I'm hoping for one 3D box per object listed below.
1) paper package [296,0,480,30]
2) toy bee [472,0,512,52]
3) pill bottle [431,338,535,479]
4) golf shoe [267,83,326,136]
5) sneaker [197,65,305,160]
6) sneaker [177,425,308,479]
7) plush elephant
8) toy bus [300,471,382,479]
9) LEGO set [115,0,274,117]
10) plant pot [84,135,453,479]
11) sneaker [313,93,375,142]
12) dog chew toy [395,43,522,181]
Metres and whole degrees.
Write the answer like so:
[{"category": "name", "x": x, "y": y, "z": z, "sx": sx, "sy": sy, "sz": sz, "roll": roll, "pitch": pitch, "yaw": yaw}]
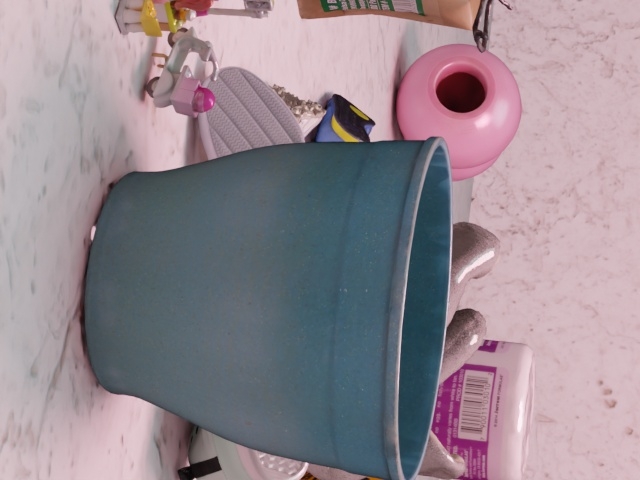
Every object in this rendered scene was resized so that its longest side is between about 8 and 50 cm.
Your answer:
[{"category": "paper package", "x": 0.063, "y": -0.392, "z": 1.284, "sx": 0.325, "sy": 0.168, "sz": 0.310, "roll": 74, "pitch": 27, "yaw": -57}, {"category": "toy bee", "x": 0.205, "y": -0.294, "z": 1.226, "sx": 0.298, "sy": 0.162, "sz": 0.195, "roll": 67, "pitch": 31, "yaw": -62}, {"category": "pill bottle", "x": 0.097, "y": 0.192, "z": 1.806, "sx": 0.169, "sy": 0.301, "sz": 0.169, "roll": 5, "pitch": 90, "yaw": -78}, {"category": "golf shoe", "x": -0.048, "y": -0.115, "z": 1.614, "sx": 0.086, "sy": 0.069, "sz": 0.176, "roll": -67, "pitch": 170, "yaw": 16}, {"category": "sneaker", "x": -0.048, "y": -0.042, "z": 1.435, "sx": 0.258, "sy": 0.094, "sz": 0.091, "roll": 63, "pitch": -21, "yaw": -10}, {"category": "sneaker", "x": -0.098, "y": 0.125, "z": 1.442, "sx": 0.151, "sy": 0.094, "sz": 0.256, "roll": -36, "pitch": -119, "yaw": 53}, {"category": "plush elephant", "x": 0.030, "y": 0.140, "z": 1.592, "sx": 0.255, "sy": 0.271, "sz": 0.330, "roll": 93, "pitch": 7, "yaw": -54}, {"category": "toy bus", "x": 0.005, "y": 0.326, "z": 1.843, "sx": 0.332, "sy": 0.130, "sz": 0.108, "roll": -3, "pitch": 97, "yaw": -78}, {"category": "LEGO set", "x": -0.105, "y": -0.204, "z": 1.140, "sx": 0.287, "sy": 0.107, "sz": 0.132, "roll": 63, "pitch": 34, "yaw": -69}, {"category": "plant pot", "x": -0.039, "y": 0.042, "z": 1.202, "sx": 0.271, "sy": 0.255, "sz": 0.272, "roll": 6, "pitch": 90, "yaw": -79}, {"category": "sneaker", "x": 0.021, "y": -0.128, "z": 1.925, "sx": 0.082, "sy": 0.069, "sz": 0.209, "roll": -54, "pitch": -173, "yaw": 17}, {"category": "dog chew toy", "x": 0.227, "y": -0.196, "z": 2.560, "sx": 0.332, "sy": 0.206, "sz": 0.207, "roll": 86, "pitch": 12, "yaw": -74}]
